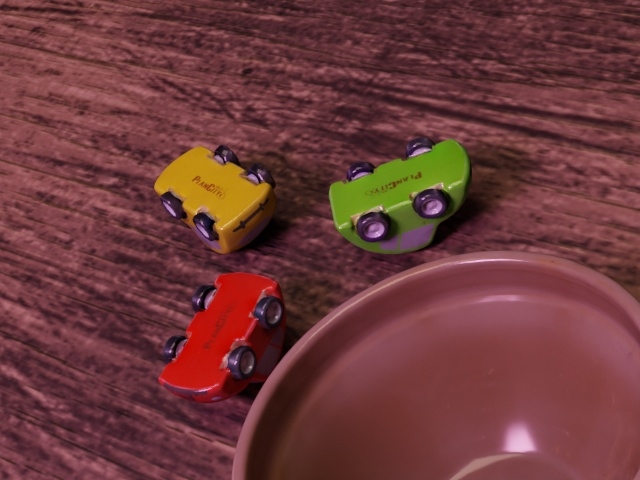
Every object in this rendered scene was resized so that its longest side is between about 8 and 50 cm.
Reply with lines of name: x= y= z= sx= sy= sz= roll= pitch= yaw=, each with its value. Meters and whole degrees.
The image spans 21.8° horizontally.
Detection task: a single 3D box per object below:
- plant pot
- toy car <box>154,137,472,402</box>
plant pot: x=0.082 y=0.127 z=0.877 sx=0.237 sy=0.110 sz=0.237 roll=-17 pitch=40 yaw=15
toy car: x=0.000 y=0.000 z=1.104 sx=0.225 sy=0.053 sz=0.239 roll=-20 pitch=41 yaw=10
